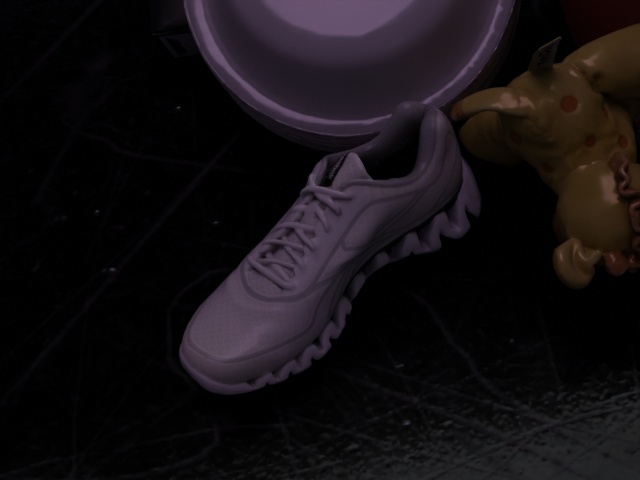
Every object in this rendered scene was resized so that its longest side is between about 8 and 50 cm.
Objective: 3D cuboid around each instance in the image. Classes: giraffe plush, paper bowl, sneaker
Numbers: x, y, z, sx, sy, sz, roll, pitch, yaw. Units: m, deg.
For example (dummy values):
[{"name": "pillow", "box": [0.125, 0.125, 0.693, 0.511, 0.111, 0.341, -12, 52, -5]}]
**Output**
[{"name": "giraffe plush", "box": [0.211, -0.055, 1.191, 0.181, 0.210, 0.170, -27, 81, 14]}, {"name": "paper bowl", "box": [0.025, -0.222, 1.297, 0.284, 0.148, 0.284, -1, 82, 6]}, {"name": "sneaker", "box": [0.000, 0.000, 1.216, 0.292, 0.118, 0.110, -41, 56, -19]}]

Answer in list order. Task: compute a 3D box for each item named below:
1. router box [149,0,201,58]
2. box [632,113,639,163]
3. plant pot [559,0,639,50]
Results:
[{"name": "router box", "box": [-0.042, -0.338, 1.441, 0.243, 0.081, 0.309, -6, 79, 7]}, {"name": "box", "box": [0.326, -0.082, 1.269, 0.137, 0.027, 0.094, -13, 50, 1]}, {"name": "plant pot", "box": [0.298, -0.269, 1.290, 0.275, 0.243, 0.275, -6, 50, 7]}]
